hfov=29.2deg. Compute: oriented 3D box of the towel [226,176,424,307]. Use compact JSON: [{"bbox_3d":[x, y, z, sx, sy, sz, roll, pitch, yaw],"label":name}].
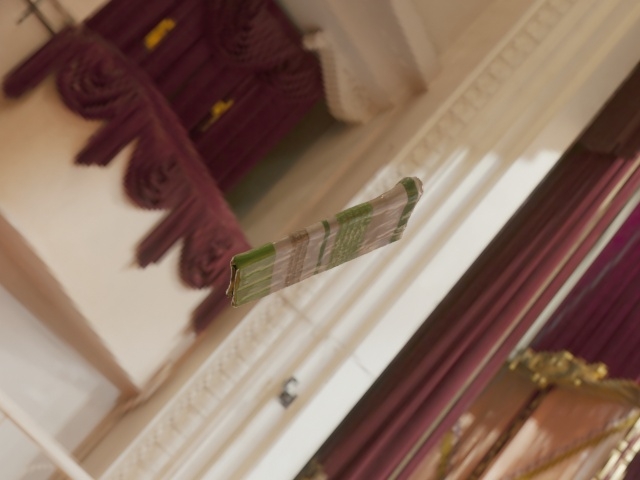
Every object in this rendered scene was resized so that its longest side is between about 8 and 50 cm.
[{"bbox_3d":[0.000,0.000,0.932,0.023,0.152,0.113,64,-14,16],"label":"towel"}]
